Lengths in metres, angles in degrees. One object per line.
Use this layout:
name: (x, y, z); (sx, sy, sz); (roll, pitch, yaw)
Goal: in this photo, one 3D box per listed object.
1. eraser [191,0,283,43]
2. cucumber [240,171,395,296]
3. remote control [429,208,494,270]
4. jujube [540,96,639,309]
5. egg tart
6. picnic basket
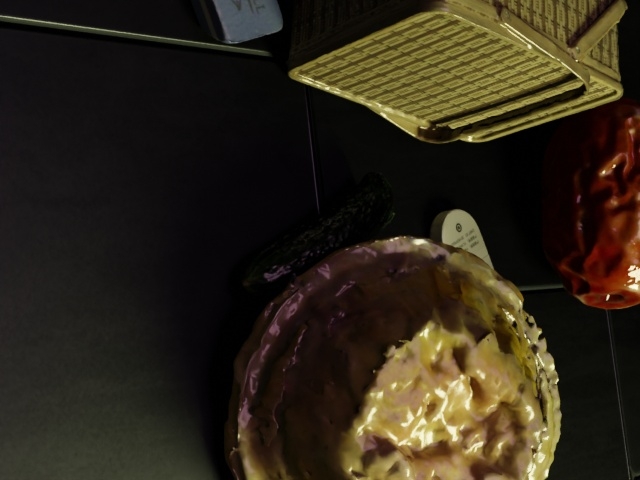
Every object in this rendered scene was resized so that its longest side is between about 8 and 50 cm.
eraser: (-0.106, -0.296, 1.082); (0.082, 0.036, 0.225); (-25, 100, -42)
cucumber: (0.000, 0.000, 1.114); (0.214, 0.052, 0.058); (-35, 86, -42)
remote control: (0.183, 0.081, 1.293); (0.077, 0.022, 0.245); (-30, 102, -45)
jujube: (0.349, -0.047, 1.375); (0.174, 0.174, 0.251); (15, 68, -41)
egg tart: (0.085, 0.169, 1.044); (0.351, 0.150, 0.352); (-2, 94, -23)
picnic basket: (0.146, -0.221, 1.175); (0.312, 0.228, 0.175); (15, 70, -40)
